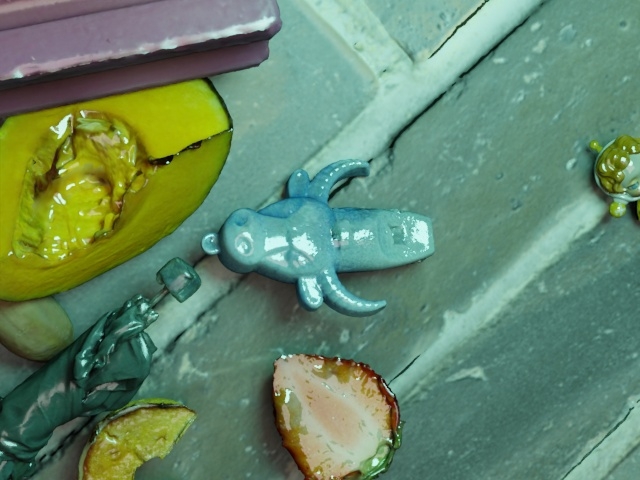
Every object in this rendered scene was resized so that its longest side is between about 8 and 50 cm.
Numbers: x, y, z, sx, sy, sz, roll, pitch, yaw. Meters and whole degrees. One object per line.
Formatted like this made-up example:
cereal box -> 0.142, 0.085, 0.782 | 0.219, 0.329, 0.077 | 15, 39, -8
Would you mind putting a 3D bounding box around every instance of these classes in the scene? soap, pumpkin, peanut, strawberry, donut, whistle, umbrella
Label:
soap -> -0.241, -0.265, 1.149 | 0.359, 0.128, 0.233 | -12, 81, -9
pumpkin -> -0.253, -0.066, 1.222 | 0.312, 0.148, 0.169 | -32, 64, -21
peanut -> -0.323, 0.077, 1.238 | 0.076, 0.076, 0.152 | -38, 125, -4
strawberry -> 0.010, 0.202, 1.323 | 0.146, 0.082, 0.187 | -45, 98, -8
donut -> -0.203, 0.258, 1.291 | 0.146, 0.078, 0.181 | -9, 106, -9
whistle -> 0.000, 0.000, 1.284 | 0.269, 0.093, 0.180 | -4, 74, -12
umbrella -> -0.257, 0.155, 1.222 | 0.349, 0.143, 0.094 | -42, 110, -2

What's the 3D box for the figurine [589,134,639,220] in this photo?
figurine -> 0.384, -0.072, 1.370 | 0.143, 0.068, 0.101 | 12, 100, -25
